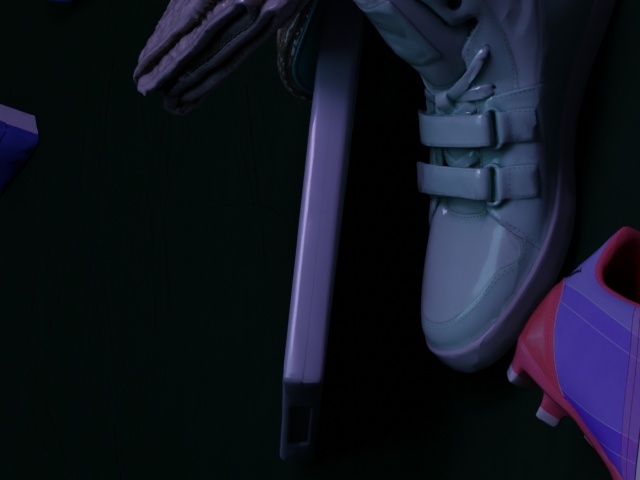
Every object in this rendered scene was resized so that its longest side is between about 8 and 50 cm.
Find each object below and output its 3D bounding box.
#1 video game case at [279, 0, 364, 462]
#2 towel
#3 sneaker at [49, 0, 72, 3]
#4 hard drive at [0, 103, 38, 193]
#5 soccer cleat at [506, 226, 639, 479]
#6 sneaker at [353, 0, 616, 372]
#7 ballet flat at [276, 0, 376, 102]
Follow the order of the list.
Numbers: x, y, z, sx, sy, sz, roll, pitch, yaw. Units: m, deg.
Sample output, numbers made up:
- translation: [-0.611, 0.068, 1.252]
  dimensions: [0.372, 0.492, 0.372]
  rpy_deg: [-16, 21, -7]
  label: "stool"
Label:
- translation: [0.000, 0.000, 1.100]
  dimensions: [0.193, 0.023, 0.212]
  rpy_deg: [96, 180, -72]
  label: "video game case"
- translation: [-0.008, -0.206, 1.098]
  dimensions: [0.187, 0.049, 0.282]
  rpy_deg: [-32, 28, 60]
  label: "towel"
- translation: [-0.234, -0.257, 1.592]
  dimensions: [0.240, 0.091, 0.126]
  rpy_deg: [11, 84, 56]
  label: "sneaker"
- translation: [-0.410, -0.066, 1.545]
  dimensions: [0.210, 0.319, 0.040]
  rpy_deg: [-47, 40, 32]
  label: "hard drive"
- translation: [0.166, 0.082, 0.869]
  dimensions: [0.095, 0.083, 0.248]
  rpy_deg: [-58, 33, 12]
  label: "soccer cleat"
- translation: [0.059, -0.069, 1.025]
  dimensions: [0.094, 0.151, 0.255]
  rpy_deg: [1, 76, 55]
  label: "sneaker"
- translation: [0.023, -0.184, 1.212]
  dimensions: [0.206, 0.073, 0.067]
  rpy_deg: [-62, 20, 7]
  label: "ballet flat"
